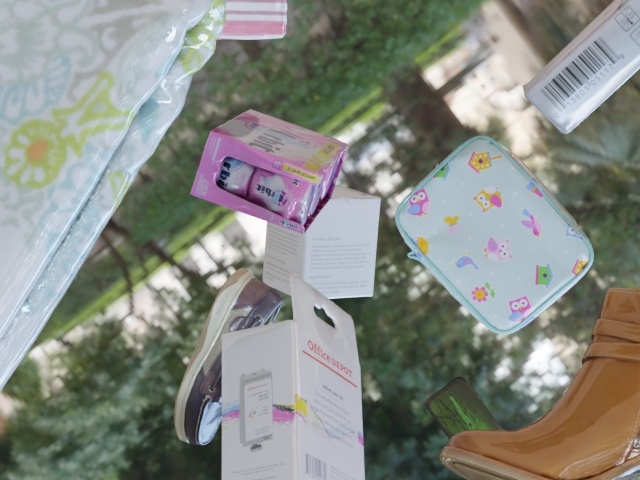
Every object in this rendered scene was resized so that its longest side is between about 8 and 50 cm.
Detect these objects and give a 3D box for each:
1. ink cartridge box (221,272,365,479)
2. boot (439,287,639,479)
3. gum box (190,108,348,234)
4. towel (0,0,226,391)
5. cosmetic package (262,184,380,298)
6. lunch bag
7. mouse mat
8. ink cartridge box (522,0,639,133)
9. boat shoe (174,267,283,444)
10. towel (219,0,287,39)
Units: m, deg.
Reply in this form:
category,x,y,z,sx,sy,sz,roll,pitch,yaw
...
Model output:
category,x,y,z,sx,sy,sz,roll,pitch,yaw
ink cartridge box,-0.020,0.137,0.970,0.067,0.198,0.115,-14,151,23
boot,0.266,0.146,1.232,0.109,0.283,0.220,58,39,-65
gum box,-0.044,-0.067,1.190,0.188,0.107,0.062,-55,164,-75
towel,-0.278,-0.069,0.838,0.374,0.320,0.090,-58,161,1
cosmetic package,0.000,0.000,2.276,0.151,0.184,0.151,-1,-169,-31
lunch bag,0.257,-0.007,1.947,0.224,0.279,0.108,-44,170,12
mouse mat,0.200,0.248,1.493,0.007,0.190,0.152,-39,172,22
ink cartridge box,0.264,-0.189,1.139,0.189,0.066,0.232,-44,-172,15
boat shoe,-0.129,0.180,1.821,0.103,0.092,0.285,-23,136,-63
towel,-0.110,-0.325,1.474,0.144,0.197,0.029,1,-148,2
